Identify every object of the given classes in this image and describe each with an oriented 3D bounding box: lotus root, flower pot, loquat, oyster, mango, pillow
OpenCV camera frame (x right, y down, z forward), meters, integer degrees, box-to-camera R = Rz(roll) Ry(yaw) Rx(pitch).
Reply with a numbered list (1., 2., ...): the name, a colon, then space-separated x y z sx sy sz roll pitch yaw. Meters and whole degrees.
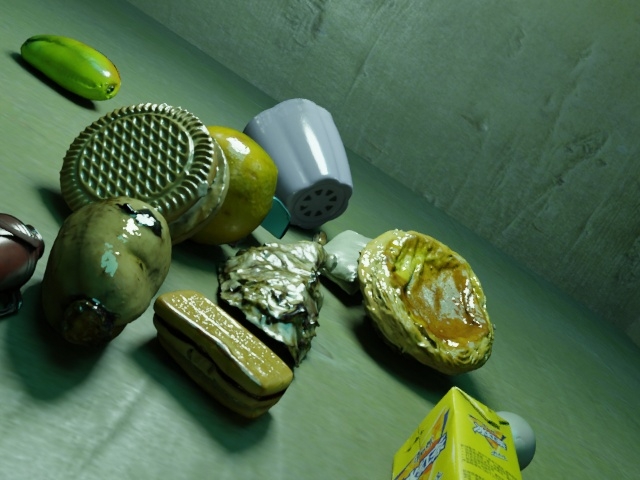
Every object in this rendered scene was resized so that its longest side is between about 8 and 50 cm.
1. lotus root: -0.258 0.028 0.834 0.140 0.154 0.257 36 19 -18
2. flower pot: -0.041 -0.172 1.695 0.265 0.265 0.243 17 35 -48
3. loquat: -0.201 -0.095 1.206 0.246 0.213 0.213 -12 46 -40
4. oyster: -0.074 0.066 1.193 0.204 0.111 0.396 31 20 -5
5. mango: -0.541 -0.382 1.500 0.232 0.111 0.125 25 1 6
6. lotus root: 0.002 0.002 1.634 0.030 0.037 0.083 36 15 -13
7. pillow: 0.064 0.045 1.505 0.134 0.078 0.181 29 35 22

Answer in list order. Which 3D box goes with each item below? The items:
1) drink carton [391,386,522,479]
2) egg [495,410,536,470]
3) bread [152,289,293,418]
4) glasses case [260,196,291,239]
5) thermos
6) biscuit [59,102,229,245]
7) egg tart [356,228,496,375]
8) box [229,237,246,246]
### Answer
1. drink carton: 0.165 0.330 0.830 0.111 0.155 0.351 36 16 0
2. egg: 0.314 0.347 1.177 0.103 0.103 0.135 42 18 20
3. bread: -0.133 0.145 0.896 0.200 0.077 0.116 38 18 13
4. glasses case: -0.182 -0.119 1.449 0.301 0.070 0.117 37 -2 36
5. thermos: -0.372 0.026 0.728 0.232 0.098 0.124 -26 100 -74
6. biscuit: -0.269 -0.101 1.063 0.259 0.259 0.079 44 -18 25
7. egg tart: 0.201 0.134 1.415 0.351 0.150 0.352 23 41 -21
8. box: -0.174 -0.034 1.352 0.084 0.060 0.063 38 8 10
